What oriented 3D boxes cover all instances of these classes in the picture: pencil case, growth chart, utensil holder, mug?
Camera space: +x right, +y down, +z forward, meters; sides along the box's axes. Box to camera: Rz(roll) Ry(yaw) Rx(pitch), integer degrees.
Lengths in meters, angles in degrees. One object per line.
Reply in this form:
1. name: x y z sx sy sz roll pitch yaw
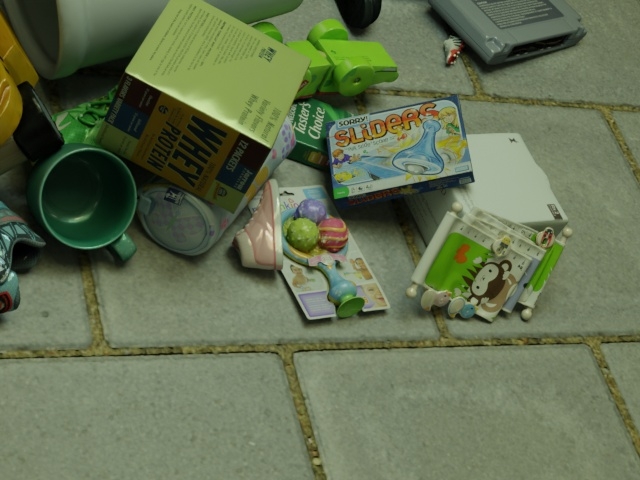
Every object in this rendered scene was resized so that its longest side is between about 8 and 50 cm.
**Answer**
1. pencil case: -0.142 -0.095 1.772 0.124 0.113 0.273 20 43 18
2. growth chart: 0.238 0.037 1.816 0.237 0.172 0.021 14 12 -31
3. utensil holder: -0.244 -0.432 1.815 0.386 0.327 0.327 -18 60 -22
4. mug: -0.311 -0.047 1.649 0.130 0.157 0.097 -9 15 -26

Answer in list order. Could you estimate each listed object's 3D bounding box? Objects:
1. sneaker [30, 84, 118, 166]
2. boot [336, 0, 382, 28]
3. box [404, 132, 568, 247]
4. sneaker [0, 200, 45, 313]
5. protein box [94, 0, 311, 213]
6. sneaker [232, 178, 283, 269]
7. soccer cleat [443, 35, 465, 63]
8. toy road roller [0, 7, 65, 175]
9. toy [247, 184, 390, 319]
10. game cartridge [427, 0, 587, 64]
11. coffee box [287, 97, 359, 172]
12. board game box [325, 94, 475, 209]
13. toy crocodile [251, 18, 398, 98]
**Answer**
1. sneaker: -0.282 -0.173 1.763 0.296 0.123 0.109 -26 66 -39
2. boot: 0.123 -0.460 2.232 0.207 0.094 0.246 -1 46 -22
3. box: 0.241 -0.058 1.919 0.182 0.119 0.181 -4 53 -29
4. sneaker: -0.417 0.048 1.518 0.125 0.104 0.262 32 45 0
5. protein box: -0.149 -0.181 1.658 0.201 0.136 0.199 27 45 -7
6. sneaker: -0.087 -0.022 1.756 0.070 0.051 0.134 -3 68 0
7. soccer cleat: 0.226 -0.331 2.219 0.036 0.029 0.083 25 41 8
8. toy road roller: -0.477 -0.216 1.577 0.203 0.240 0.329 -30 57 -4
9. toy: 0.000 0.000 1.796 0.137 0.056 0.237 -6 55 -31
10. game cartridge: 0.333 -0.414 2.311 0.294 0.060 0.196 -18 64 -43
11. coffee box: 0.005 -0.159 1.948 0.184 0.040 0.113 20 45 -8
12. board game box: 0.113 -0.128 1.856 0.201 0.035 0.136 -12 60 8
13. toy crocodile: -0.024 -0.259 1.935 0.341 0.105 0.115 -10 53 -40
